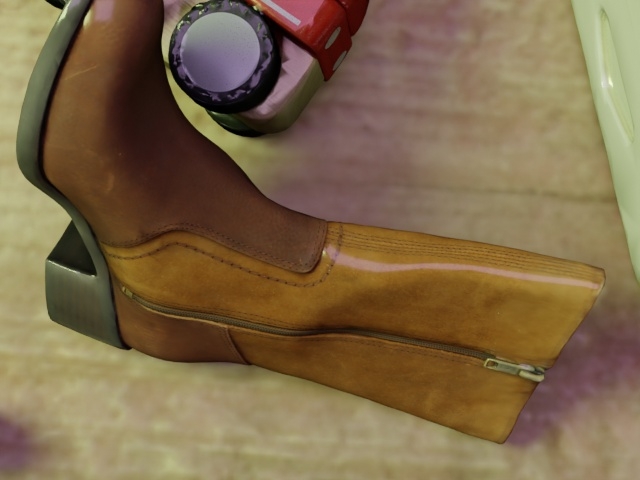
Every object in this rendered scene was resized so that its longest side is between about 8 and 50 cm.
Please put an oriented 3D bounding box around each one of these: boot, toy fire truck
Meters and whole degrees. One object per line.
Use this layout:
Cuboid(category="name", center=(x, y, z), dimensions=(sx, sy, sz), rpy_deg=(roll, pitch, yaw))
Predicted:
Cuboid(category="boot", center=(0.000, 0.000, 0.522), dimensions=(0.280, 0.264, 0.096), rpy_deg=(15, 43, 3))
Cuboid(category="toy fire truck", center=(-0.047, -0.211, 0.625), dimensions=(0.217, 0.158, 0.246), rpy_deg=(36, 91, 6))

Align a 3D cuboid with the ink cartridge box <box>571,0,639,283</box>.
Cuboid(category="ink cartridge box", center=(0.363, -0.133, 0.597), dimensions=(0.385, 0.160, 0.279), rpy_deg=(-10, 79, -3))
